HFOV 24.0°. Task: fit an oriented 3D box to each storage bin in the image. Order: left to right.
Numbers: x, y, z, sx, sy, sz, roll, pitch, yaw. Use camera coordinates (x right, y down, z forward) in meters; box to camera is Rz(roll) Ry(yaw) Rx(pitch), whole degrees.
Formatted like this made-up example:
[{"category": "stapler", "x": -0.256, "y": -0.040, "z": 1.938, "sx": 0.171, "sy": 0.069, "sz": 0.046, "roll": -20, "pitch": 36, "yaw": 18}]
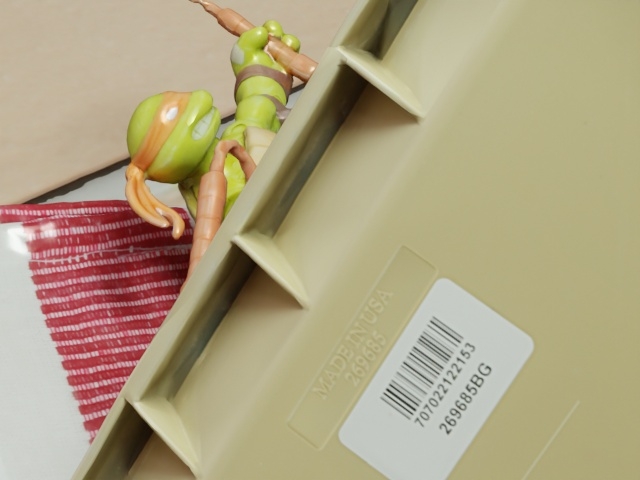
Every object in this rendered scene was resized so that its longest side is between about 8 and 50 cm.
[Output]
[{"category": "storage bin", "x": 0.091, "y": 0.067, "z": 0.422, "sx": 0.260, "sy": 0.262, "sz": 0.123, "roll": 37, "pitch": 18, "yaw": 15}]

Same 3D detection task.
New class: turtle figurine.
[{"category": "turtle figurine", "x": 0.000, "y": 0.000, "z": 0.622, "sx": 0.217, "sy": 0.087, "sz": 0.269, "roll": 30, "pitch": 22, "yaw": -21}]

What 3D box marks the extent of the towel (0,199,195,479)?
[{"category": "towel", "x": -0.129, "y": 0.070, "z": 0.543, "sx": 0.329, "sy": 0.037, "sz": 0.237, "roll": 0, "pitch": 43, "yaw": -34}]
